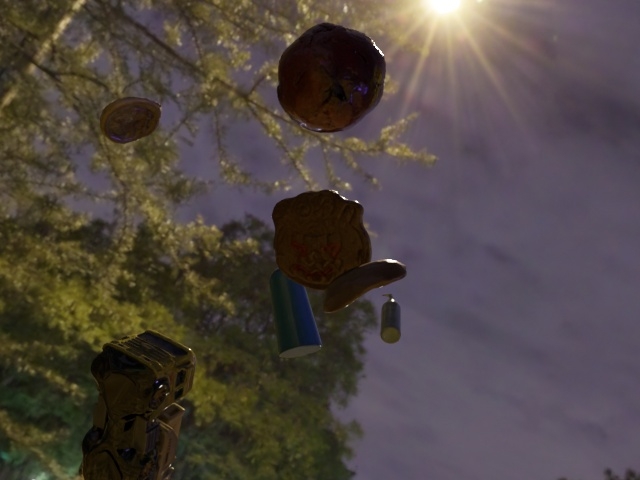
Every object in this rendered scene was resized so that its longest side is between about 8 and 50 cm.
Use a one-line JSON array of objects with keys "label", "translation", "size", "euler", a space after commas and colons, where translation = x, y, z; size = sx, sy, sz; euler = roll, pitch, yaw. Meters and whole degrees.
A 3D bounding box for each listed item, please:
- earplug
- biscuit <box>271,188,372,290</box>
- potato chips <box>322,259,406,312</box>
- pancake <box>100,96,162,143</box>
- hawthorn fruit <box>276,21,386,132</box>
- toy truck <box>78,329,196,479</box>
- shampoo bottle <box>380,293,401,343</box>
[{"label": "earplug", "translation": [-0.088, 0.207, 2.174], "size": [0.132, 0.273, 0.132], "euler": [-12, -20, -5]}, {"label": "biscuit", "translation": [-0.001, 0.000, 1.814], "size": [0.273, 0.257, 0.049], "euler": [-1, 7, 26]}, {"label": "potato chips", "translation": [0.090, 0.086, 1.572], "size": [0.208, 0.195, 0.062], "euler": [-24, -86, 54]}, {"label": "pancake", "translation": [-0.407, -0.257, 1.541], "size": [0.022, 0.139, 0.139], "euler": [58, -9, 28]}, {"label": "hawthorn fruit", "translation": [0.019, -0.252, 1.120], "size": [0.181, 0.181, 0.235], "euler": [29, 16, -11]}, {"label": "toy truck", "translation": [-0.405, 0.406, 1.641], "size": [0.180, 0.254, 0.405], "euler": [21, -68, 20]}, {"label": "shampoo bottle", "translation": [0.192, 0.202, 1.950], "size": [0.056, 0.195, 0.056], "euler": [3, -61, 6]}]
